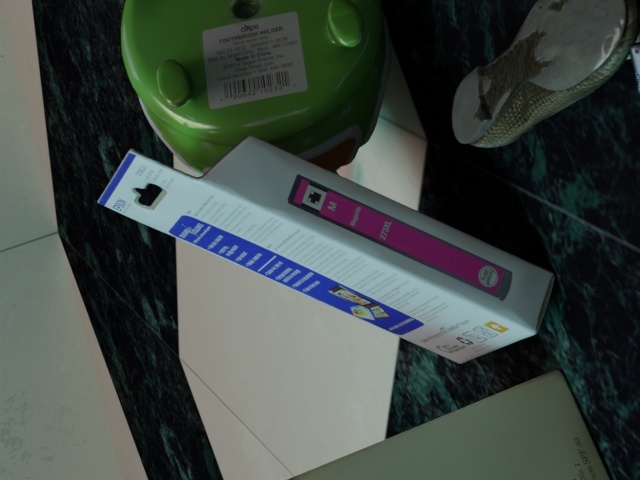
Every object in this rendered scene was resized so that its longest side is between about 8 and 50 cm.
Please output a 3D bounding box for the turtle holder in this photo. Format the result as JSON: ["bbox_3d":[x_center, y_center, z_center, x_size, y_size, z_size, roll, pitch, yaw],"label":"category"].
[{"bbox_3d":[-0.070,-0.185,1.452,0.320,0.243,0.227,48,168,29],"label":"turtle holder"}]

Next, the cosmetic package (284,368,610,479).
[{"bbox_3d":[0.088,0.242,1.331,0.160,0.309,0.113,66,159,10],"label":"cosmetic package"}]

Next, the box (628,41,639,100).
[{"bbox_3d":[0.247,-0.025,1.008,0.114,0.036,0.207,-90,-15,-75],"label":"box"}]

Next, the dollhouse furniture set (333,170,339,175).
[{"bbox_3d":[-0.026,-0.097,1.649,0.152,0.076,0.059,56,155,32],"label":"dollhouse furniture set"}]

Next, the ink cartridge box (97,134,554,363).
[{"bbox_3d":[0.000,0.000,1.341,0.176,0.370,0.069,142,148,-69],"label":"ink cartridge box"}]

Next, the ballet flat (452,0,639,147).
[{"bbox_3d":[0.173,-0.126,1.155,0.250,0.058,0.084,140,130,-63],"label":"ballet flat"}]
